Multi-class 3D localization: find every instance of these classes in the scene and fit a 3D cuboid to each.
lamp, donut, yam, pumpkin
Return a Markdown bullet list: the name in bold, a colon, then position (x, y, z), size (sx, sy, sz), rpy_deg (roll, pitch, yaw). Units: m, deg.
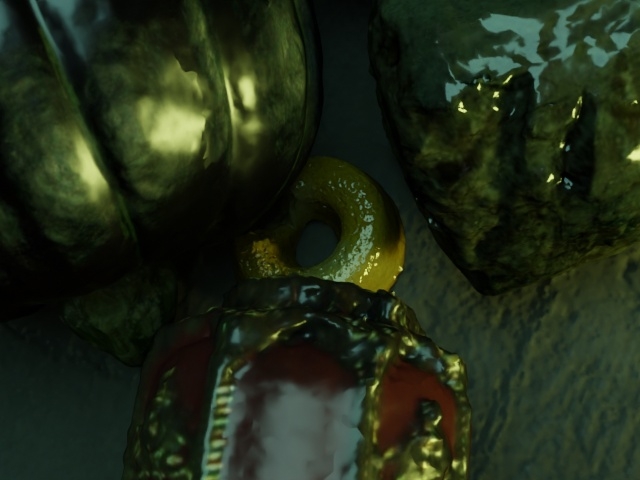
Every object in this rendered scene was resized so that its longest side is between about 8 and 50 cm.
- **lamp**: position (-0.016, 0.157, 0.490), size (0.177, 0.177, 0.274), rpy_deg (4, 73, 8)
- **donut**: position (0.000, 0.000, 0.607), size (0.097, 0.043, 0.108), rpy_deg (26, 79, 15)
- **yam**: position (0.170, -0.104, 0.548), size (0.300, 0.195, 0.195), rpy_deg (-22, 69, -2)
- **pumpkin**: position (-0.132, -0.050, 0.530), size (0.296, 0.296, 0.295), rpy_deg (-2, 70, 6)
